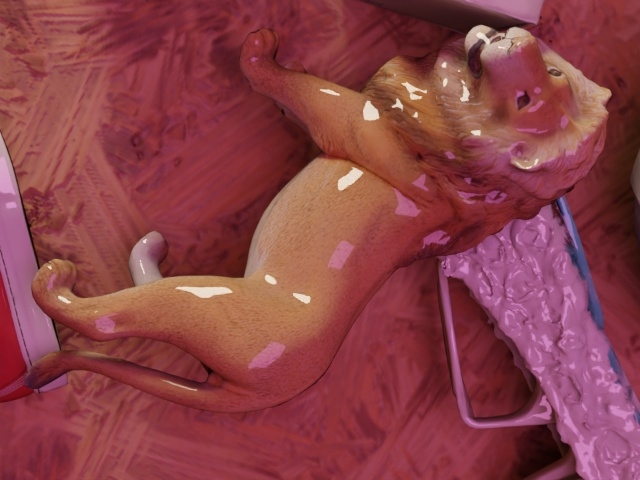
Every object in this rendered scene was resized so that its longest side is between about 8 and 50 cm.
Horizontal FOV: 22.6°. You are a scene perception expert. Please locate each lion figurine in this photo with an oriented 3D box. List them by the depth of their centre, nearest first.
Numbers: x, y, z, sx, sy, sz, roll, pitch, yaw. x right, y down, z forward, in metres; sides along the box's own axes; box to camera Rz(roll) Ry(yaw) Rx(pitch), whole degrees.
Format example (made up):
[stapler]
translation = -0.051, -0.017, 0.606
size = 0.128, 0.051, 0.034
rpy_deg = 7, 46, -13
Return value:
[lion figurine]
translation = 0.000, 0.000, 1.069
size = 0.240, 0.142, 0.392
rpy_deg = 34, 82, 22

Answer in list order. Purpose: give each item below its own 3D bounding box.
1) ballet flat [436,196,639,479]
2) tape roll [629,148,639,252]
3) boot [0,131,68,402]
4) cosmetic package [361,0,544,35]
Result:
[ballet flat]
translation = 0.176, 0.133, 1.183
size = 0.147, 0.147, 0.409
rpy_deg = -23, 91, -9
[tape roll]
translation = 0.418, -0.042, 1.153
size = 0.392, 0.072, 0.392
rpy_deg = -5, 125, -8
[boot]
translation = -0.286, 0.006, 1.098
size = 0.176, 0.088, 0.244
rpy_deg = -13, 100, -9
[cosmetic package]
translation = 0.120, -0.308, 1.118
size = 0.113, 0.160, 0.309
rpy_deg = 15, 92, -13
